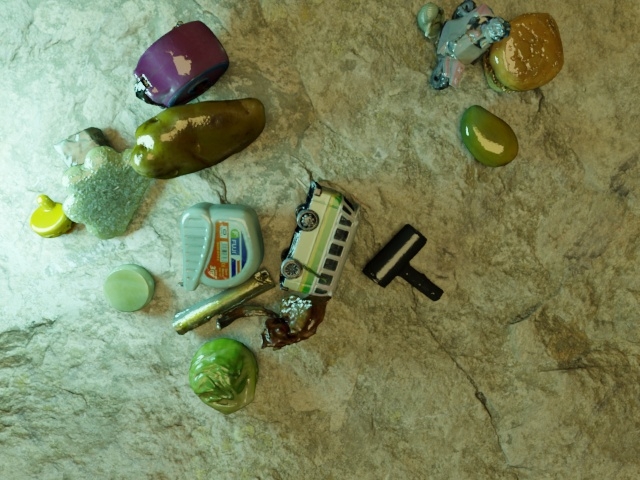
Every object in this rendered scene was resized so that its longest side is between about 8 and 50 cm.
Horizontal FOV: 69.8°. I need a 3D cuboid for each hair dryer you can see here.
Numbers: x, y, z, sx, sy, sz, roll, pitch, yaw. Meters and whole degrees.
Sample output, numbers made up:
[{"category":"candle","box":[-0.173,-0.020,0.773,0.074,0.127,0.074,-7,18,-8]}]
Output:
[{"category":"hair dryer","box":[0.278,0.094,1.380,0.251,0.089,0.197,40,95,-19]}]

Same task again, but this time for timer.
[{"category":"timer","box":[-0.750,-0.063,1.270,0.107,0.109,0.107,-2,60,3]}]

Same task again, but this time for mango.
[{"category":"mango","box":[0.472,-0.293,1.293,0.130,0.092,0.195,-32,97,6]}]

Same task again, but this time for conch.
[{"category":"conch","box":[0.296,-0.595,1.239,0.076,0.057,0.085,-3,122,-25]}]

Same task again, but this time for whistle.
[{"category":"whistle","box":[-0.289,0.184,1.372,0.326,0.057,0.068,-28,102,3]}]

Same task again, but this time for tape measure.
[{"category":"tape measure","box":[-0.283,0.017,1.304,0.246,0.125,0.243,3,108,-1]},{"category":"tape measure","box":[-0.357,-0.435,1.154,0.245,0.231,0.149,-35,101,1]}]

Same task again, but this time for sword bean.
[{"category":"sword bean","box":[-0.017,0.090,1.247,0.083,0.012,0.012,32,99,-16]}]

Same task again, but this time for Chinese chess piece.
[{"category":"Chinese chess piece","box":[-0.562,0.139,1.350,0.144,0.058,0.144,0,101,-1]}]

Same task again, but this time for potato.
[{"category":"potato","box":[-0.319,-0.276,1.207,0.369,0.176,0.196,-21,126,-8]}]

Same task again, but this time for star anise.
[{"category":"star anise","box":[-0.124,0.231,1.326,0.346,0.148,0.237,-4,146,-15]}]

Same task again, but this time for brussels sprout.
[{"category":"brussels sprout","box":[-0.286,0.398,1.372,0.223,0.161,0.223,-1,94,-24]}]

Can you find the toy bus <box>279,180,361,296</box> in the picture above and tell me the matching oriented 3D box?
[{"category":"toy bus","box":[0.000,0.000,1.305,0.179,0.143,0.306,17,100,-9]}]

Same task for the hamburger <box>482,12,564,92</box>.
[{"category":"hamburger","box":[0.548,-0.504,1.249,0.213,0.108,0.214,-1,100,-7]}]

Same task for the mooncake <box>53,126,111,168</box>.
[{"category":"mooncake","box":[-0.634,-0.235,1.257,0.129,0.073,0.125,-29,105,-2]}]

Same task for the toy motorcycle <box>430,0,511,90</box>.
[{"category":"toy motorcycle","box":[0.389,-0.510,1.183,0.108,0.204,0.239,-3,105,-33]}]

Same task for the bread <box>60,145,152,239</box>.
[{"category":"bread","box":[-0.591,-0.134,1.246,0.207,0.056,0.287,17,108,-37]}]
